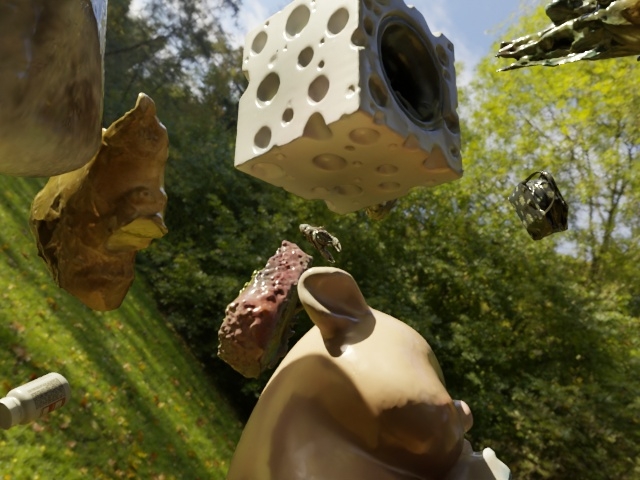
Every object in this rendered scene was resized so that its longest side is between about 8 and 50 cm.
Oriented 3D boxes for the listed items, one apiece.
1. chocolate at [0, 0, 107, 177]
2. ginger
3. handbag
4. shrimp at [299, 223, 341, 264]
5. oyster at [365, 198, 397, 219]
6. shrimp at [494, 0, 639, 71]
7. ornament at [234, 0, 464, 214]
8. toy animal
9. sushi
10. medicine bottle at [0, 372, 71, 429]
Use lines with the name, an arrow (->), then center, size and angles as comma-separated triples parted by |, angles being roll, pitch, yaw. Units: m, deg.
chocolate -> -0.237, -0.204, 0.472 | 0.185, 0.101, 0.302 | -22, 114, -83
ginger -> -0.265, -0.062, 0.721 | 0.219, 0.270, 0.123 | 42, 14, 29
handbag -> 0.399, -0.079, 1.035 | 0.139, 0.072, 0.115 | 66, 3, -61
shrimp -> 0.004, -0.001, 0.955 | 0.092, 0.038, 0.029 | 49, -4, 19
oyster -> 0.148, -0.222, 1.588 | 0.115, 0.238, 0.350 | 3, -68, 35
shrimp -> 0.390, -0.148, 0.537 | 0.446, 0.085, 0.271 | 10, -50, 25
ornament -> 0.044, -0.206, 0.854 | 0.240, 0.238, 0.240 | -15, -26, 41
toy animal -> 0.038, 0.182, 0.457 | 0.213, 0.256, 0.195 | 18, -36, 13
sushi -> -0.097, 0.118, 0.994 | 0.108, 0.241, 0.161 | 23, 2, 11
medicine bottle -> -0.611, 0.341, 1.213 | 0.079, 0.079, 0.140 | 49, 25, 10
